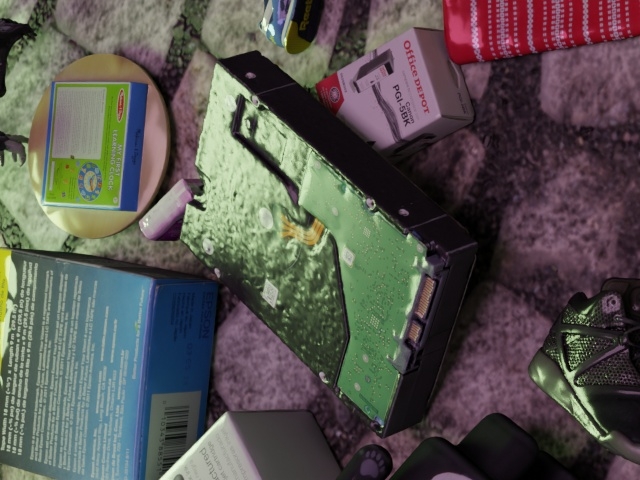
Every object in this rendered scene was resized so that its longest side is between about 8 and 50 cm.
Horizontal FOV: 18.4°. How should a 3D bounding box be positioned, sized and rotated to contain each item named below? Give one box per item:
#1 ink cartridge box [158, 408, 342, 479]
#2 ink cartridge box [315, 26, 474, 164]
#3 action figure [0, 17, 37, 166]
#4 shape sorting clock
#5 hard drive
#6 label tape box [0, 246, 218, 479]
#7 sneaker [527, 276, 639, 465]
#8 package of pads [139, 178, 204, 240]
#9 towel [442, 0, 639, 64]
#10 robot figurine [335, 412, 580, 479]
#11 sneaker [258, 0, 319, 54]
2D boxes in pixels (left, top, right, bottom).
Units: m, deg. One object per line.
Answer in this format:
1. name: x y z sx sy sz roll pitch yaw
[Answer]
1. ink cartridge box: -0.097 0.348 1.997 0.307 0.129 0.223 -46 59 30
2. ink cartridge box: 0.071 -0.135 1.916 0.135 0.056 0.099 -28 71 37
3. action figure: -0.413 -0.129 2.271 0.164 0.141 0.276 20 87 36
4. shape sorting clock: -0.246 -0.104 2.190 0.206 0.040 0.206 -5 83 39
5. hard drive: 0.000 0.000 1.924 0.339 0.064 0.237 43 136 33
6. label tape box: -0.274 0.135 2.167 0.333 0.106 0.241 10 96 40
7. sneaker: 0.277 0.113 1.704 0.227 0.087 0.130 44 119 51
8. package of pads: -0.150 -0.033 2.103 0.083 0.050 0.032 -42 64 31
9. towel: 0.222 -0.275 1.810 0.275 0.031 0.199 -6 86 39
10. robot figurine: 0.108 0.289 1.777 0.209 0.173 0.278 40 89 22
11. sneaker: -0.028 -0.265 2.004 0.059 0.053 0.144 26 105 39
